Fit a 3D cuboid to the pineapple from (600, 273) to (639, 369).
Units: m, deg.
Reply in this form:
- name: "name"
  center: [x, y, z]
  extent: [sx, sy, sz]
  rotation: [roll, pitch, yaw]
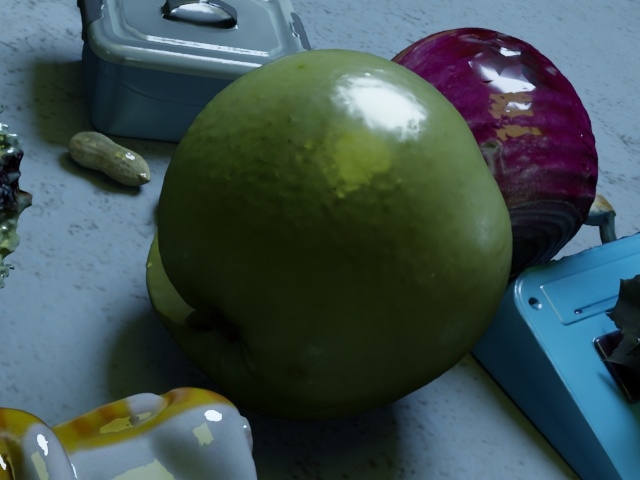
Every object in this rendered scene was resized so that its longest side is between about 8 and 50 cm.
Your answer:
- name: "pineapple"
  center: [0.374, 0.122, 1.156]
  extent: [0.277, 0.130, 0.119]
  rotation: [34, 36, -7]

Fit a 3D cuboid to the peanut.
- name: "peanut"
  center: [-0.194, -0.074, 1.255]
  extent: [0.083, 0.037, 0.037]
  rotation: [31, 39, 4]

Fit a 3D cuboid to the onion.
- name: "onion"
  center: [0.146, -0.086, 1.282]
  extent: [0.272, 0.230, 0.256]
  rotation: [-25, 57, -35]

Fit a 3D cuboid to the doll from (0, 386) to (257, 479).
- name: "doll"
  center: [-0.157, 0.180, 0.876]
  extent: [0.269, 0.162, 0.167]
  rotation: [4, 61, -29]

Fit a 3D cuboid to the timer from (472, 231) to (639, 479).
- name: "timer"
  center: [0.284, 0.130, 1.235]
  extent: [0.231, 0.091, 0.250]
  rotation: [-14, 63, -38]

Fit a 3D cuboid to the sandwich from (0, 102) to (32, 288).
- name: "sandwich"
  center: [-0.359, -0.024, 0.983]
  extent: [0.262, 0.131, 0.325]
  rotation: [8, 37, 16]

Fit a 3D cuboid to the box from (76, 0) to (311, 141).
- name: "box"
  center: [-0.130, -0.184, 1.338]
  extent: [0.226, 0.130, 0.162]
  rotation: [6, 41, -22]

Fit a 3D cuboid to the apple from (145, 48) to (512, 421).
- name: "apple"
  center: [0.000, 0.000, 1.063]
  extent: [0.292, 0.292, 0.254]
  rotation: [38, 61, 19]
